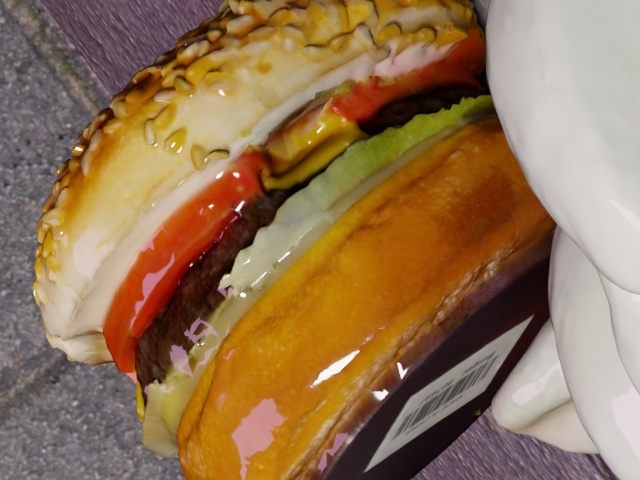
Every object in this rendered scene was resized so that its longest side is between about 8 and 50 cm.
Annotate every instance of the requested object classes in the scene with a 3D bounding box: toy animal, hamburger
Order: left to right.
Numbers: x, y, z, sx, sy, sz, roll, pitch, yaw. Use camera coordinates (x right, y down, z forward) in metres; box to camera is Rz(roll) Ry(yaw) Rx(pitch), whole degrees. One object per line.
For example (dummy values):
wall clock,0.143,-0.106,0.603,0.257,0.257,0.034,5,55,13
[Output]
hamburger,0.000,0.000,1.190,0.250,0.330,0.330,44,167,17
toy animal,0.158,-0.016,0.821,0.241,0.196,0.367,55,170,30
